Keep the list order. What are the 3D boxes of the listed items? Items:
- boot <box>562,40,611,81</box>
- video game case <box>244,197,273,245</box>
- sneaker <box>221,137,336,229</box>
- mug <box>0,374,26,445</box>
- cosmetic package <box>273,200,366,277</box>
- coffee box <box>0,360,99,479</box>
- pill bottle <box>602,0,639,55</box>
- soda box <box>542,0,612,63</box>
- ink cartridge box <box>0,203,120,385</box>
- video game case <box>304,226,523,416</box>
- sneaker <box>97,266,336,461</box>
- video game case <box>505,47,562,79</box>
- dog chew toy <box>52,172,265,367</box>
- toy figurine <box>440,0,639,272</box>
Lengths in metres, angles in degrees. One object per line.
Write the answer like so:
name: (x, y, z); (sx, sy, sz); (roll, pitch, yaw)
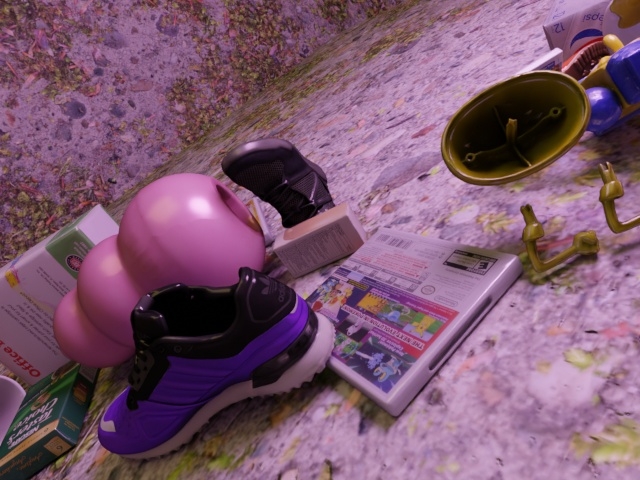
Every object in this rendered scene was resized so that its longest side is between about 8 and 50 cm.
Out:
boot: (0.328, -0.219, 0.624); (0.158, 0.059, 0.085); (-37, 21, -5)
video game case: (-0.195, 0.010, 0.863); (0.207, 0.026, 0.227); (-33, 25, 0)
sneaker: (-0.040, -0.062, 0.636); (0.087, 0.228, 0.130); (-31, 70, 18)
mug: (-0.570, 0.299, 0.695); (0.170, 0.113, 0.150); (-25, 25, 25)
cosmetic package: (0.000, 0.000, 0.614); (0.115, 0.060, 0.041); (-24, 28, 17)
coffee box: (-0.391, 0.250, 0.650); (0.113, 0.040, 0.184); (-34, 25, -1)
pill bottle: (0.456, -0.290, 0.533); (0.187, 0.112, 0.112); (-32, 26, 5)
soda box: (0.442, -0.374, 0.721); (0.098, 0.091, 0.286); (-10, 34, 42)
ink cartridge box: (-0.442, 0.100, 0.785); (0.278, 0.201, 0.117); (-31, 25, 7)
video game case: (0.070, 0.063, 0.467); (0.183, 0.023, 0.201); (-42, 28, -18)
sneaker: (-0.143, 0.114, 0.454); (0.294, 0.146, 0.102); (-32, 31, 16)
video game case: (0.245, -0.153, 0.534); (0.087, 0.122, 0.011); (-31, 51, 4)
dog chew toy: (-0.242, 0.057, 0.647); (0.332, 0.206, 0.206); (-39, 25, 5)
toy figurine: (0.316, -0.130, 0.450); (0.363, 0.191, 0.217); (-33, -6, 17)
